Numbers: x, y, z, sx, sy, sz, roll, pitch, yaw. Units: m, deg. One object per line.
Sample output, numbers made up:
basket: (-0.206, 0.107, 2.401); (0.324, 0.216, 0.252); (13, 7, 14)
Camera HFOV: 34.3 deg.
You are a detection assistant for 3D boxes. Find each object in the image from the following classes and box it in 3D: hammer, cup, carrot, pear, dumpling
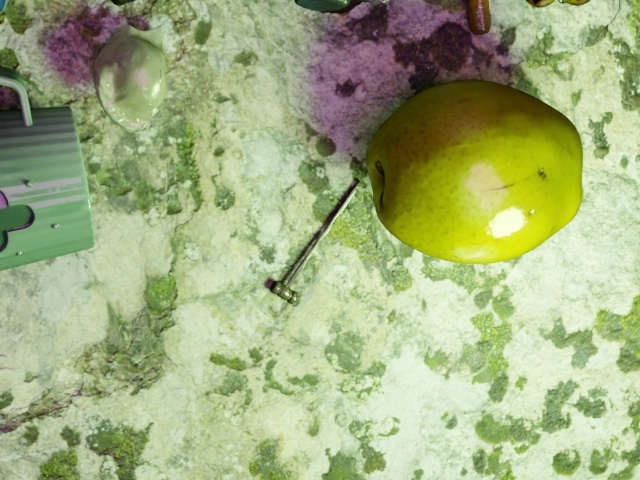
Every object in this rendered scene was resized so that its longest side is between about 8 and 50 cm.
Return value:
hammer: (0.000, 0.000, 2.128); (0.058, 0.029, 0.292); (32, 97, -23)
cup: (-0.606, -0.107, 1.768); (0.392, 0.310, 0.401); (-11, 146, -15)
carrot: (0.305, -0.496, 2.022); (0.047, 0.047, 0.191); (-10, 106, -10)
pear: (0.296, -0.130, 1.976); (0.419, 0.362, 0.362); (-3, 109, -10)
dumpling: (-0.348, -0.301, 1.891); (0.136, 0.118, 0.199); (15, 83, -20)

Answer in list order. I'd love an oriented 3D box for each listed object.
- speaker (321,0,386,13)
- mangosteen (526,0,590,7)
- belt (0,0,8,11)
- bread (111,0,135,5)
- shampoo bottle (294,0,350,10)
speaker: (0.096, -0.460, 1.840); (0.259, 0.329, 0.198); (28, 100, -28)
mangosteen: (0.452, -0.539, 1.970); (0.215, 0.215, 0.257); (-26, 148, -4)
belt: (-0.659, -0.500, 1.689); (0.347, 0.212, 0.117); (24, 100, -16)
bread: (-0.210, -0.517, 1.707); (0.382, 0.366, 0.129); (-31, 114, -12)
shampoo bottle: (0.039, -0.546, 1.640); (0.078, 0.134, 0.359); (16, 81, -40)
